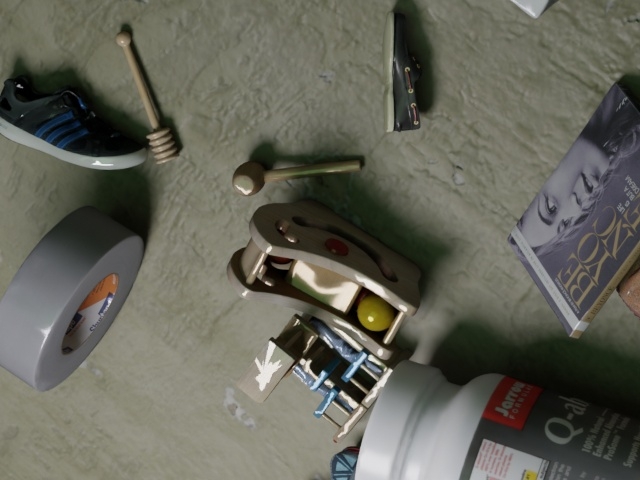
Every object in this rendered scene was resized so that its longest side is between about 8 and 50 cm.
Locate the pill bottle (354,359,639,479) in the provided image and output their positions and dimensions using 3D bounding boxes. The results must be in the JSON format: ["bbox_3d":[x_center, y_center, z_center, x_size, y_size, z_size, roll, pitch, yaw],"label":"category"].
[{"bbox_3d":[0.234,0.267,1.838,0.362,0.210,0.210,18,113,16],"label":"pill bottle"}]

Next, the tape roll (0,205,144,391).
[{"bbox_3d":[-0.300,0.069,1.988,0.072,0.219,0.219,32,117,9],"label":"tape roll"}]

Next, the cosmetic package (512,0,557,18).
[{"bbox_3d":[0.195,-0.384,1.674,0.224,0.138,0.224,35,117,7],"label":"cosmetic package"}]

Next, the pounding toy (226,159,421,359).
[{"bbox_3d":[0.000,0.000,1.877,0.269,0.154,0.155,33,117,9],"label":"pounding toy"}]

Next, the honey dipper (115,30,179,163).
[{"bbox_3d":[-0.208,-0.169,1.977,0.030,0.030,0.161,-17,99,26],"label":"honey dipper"}]

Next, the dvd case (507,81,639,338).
[{"bbox_3d":[0.289,-0.032,1.762,0.221,0.018,0.164,-59,37,27],"label":"dvd case"}]

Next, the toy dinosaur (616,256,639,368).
[{"bbox_3d":[0.383,0.069,1.765,0.296,0.127,0.200,45,125,9],"label":"toy dinosaur"}]

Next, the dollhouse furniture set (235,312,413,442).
[{"bbox_3d":[-0.007,0.165,1.918,0.129,0.183,0.129,39,118,6],"label":"dollhouse furniture set"}]

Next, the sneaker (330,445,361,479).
[{"bbox_3d":[0.015,0.357,2.041,0.125,0.104,0.262,41,115,25],"label":"sneaker"}]

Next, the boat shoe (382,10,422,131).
[{"bbox_3d":[0.089,-0.185,1.842,0.042,0.049,0.133,-4,100,-5],"label":"boat shoe"}]

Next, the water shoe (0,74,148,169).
[{"bbox_3d":[-0.299,-0.141,2.000,0.203,0.073,0.080,16,111,16],"label":"water shoe"}]
